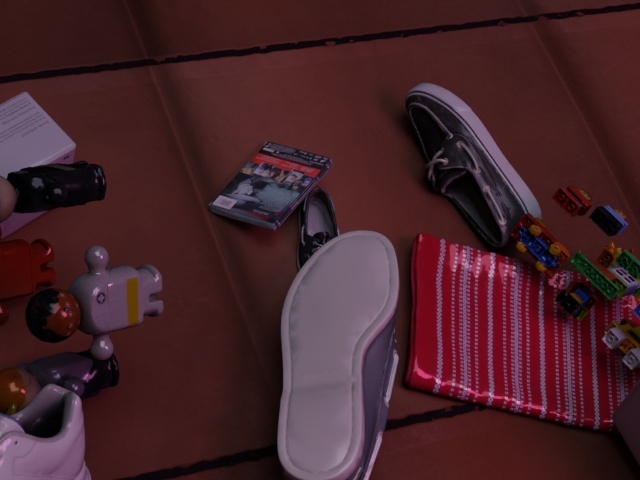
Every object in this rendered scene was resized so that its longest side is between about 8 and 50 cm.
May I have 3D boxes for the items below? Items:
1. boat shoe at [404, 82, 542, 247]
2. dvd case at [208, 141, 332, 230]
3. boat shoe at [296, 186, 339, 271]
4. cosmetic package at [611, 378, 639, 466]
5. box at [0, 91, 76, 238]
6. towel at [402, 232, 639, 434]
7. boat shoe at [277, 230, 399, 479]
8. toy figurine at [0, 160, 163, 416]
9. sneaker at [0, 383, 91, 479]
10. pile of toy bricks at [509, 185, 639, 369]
[{"bbox_3d":[0.159,-0.087,1.795,0.070,0.078,0.219,-28,70,-32],"label":"boat shoe"},{"bbox_3d":[-0.054,-0.061,1.731,0.087,0.013,0.119,16,47,28],"label":"dvd case"},{"bbox_3d":[0.000,0.000,1.711,0.046,0.038,0.125,6,55,-13],"label":"boat shoe"},{"bbox_3d":[0.507,0.297,1.544,0.230,0.161,0.453,-21,68,-16],"label":"cosmetic package"},{"bbox_3d":[-0.318,-0.075,1.628,0.102,0.101,0.087,-36,72,-31],"label":"box"},{"bbox_3d":[0.224,0.100,1.716,0.274,0.031,0.199,13,55,-8],"label":"towel"},{"bbox_3d":[0.021,0.130,1.603,0.116,0.099,0.319,-1,49,14],"label":"boat shoe"},{"bbox_3d":[-0.269,0.046,1.490,0.148,0.213,0.210,-13,63,-41],"label":"toy figurine"},{"bbox_3d":[-0.312,0.217,1.367,0.111,0.129,0.297,22,31,22],"label":"sneaker"},{"bbox_3d":[0.318,0.032,1.717,0.212,0.118,0.105,48,29,21],"label":"pile of toy bricks"}]
